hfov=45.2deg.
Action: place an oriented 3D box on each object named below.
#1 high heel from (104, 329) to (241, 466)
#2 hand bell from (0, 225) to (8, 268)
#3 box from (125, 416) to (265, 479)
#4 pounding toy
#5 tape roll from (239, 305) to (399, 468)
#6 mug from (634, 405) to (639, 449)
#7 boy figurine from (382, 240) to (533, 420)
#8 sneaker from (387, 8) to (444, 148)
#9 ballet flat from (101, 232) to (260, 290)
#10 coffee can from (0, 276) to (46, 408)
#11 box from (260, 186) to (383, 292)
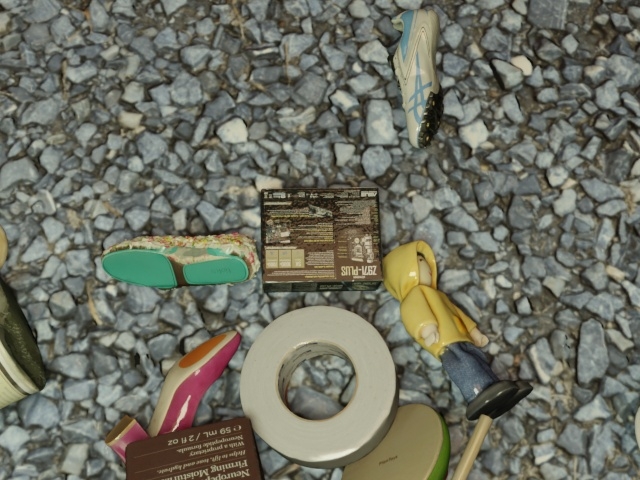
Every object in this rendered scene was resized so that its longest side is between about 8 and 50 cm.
[{"bbox_3d":[-0.182,0.243,1.102,0.244,0.082,0.117,-46,111,-26],"label":"high heel"},{"bbox_3d":[-0.529,-0.016,1.050,0.126,0.242,0.126,1,75,-4],"label":"hand bell"},{"bbox_3d":[-0.143,0.365,0.970,0.169,0.167,0.203,-12,37,-8],"label":"box"},{"bbox_3d":[0.143,0.325,1.034,0.110,0.237,0.183,43,64,-19],"label":"pounding toy"},{"bbox_3d":[0.000,0.205,1.085,0.219,0.072,0.219,-4,65,9],"label":"tape roll"},{"bbox_3d":[0.669,0.278,1.059,0.328,0.276,0.374,-31,109,-18],"label":"mug"},{"bbox_3d":[0.185,0.123,1.111,0.092,0.177,0.285,-45,54,23],"label":"boy figurine"},{"bbox_3d":[0.153,-0.261,1.251,0.086,0.085,0.237,-4,77,22],"label":"sneaker"},{"bbox_3d":[-0.202,0.026,1.145,0.241,0.091,0.077,2,34,10],"label":"ballet flat"},{"bbox_3d":[-0.540,0.171,1.020,0.276,0.201,0.201,-25,78,-10],"label":"coffee can"},{"bbox_3d":[0.000,0.000,1.164,0.180,0.077,0.147,-2,75,-4],"label":"box"}]
